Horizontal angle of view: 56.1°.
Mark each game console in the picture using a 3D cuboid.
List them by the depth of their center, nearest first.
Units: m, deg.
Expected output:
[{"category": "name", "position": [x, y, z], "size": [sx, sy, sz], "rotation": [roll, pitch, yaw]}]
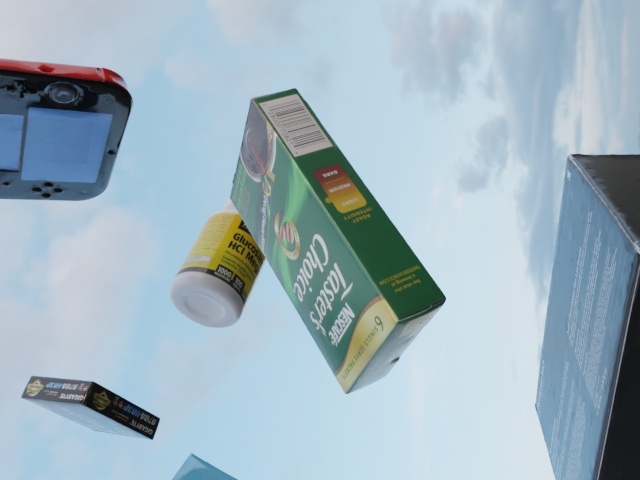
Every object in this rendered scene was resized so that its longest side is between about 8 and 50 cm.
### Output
[{"category": "game console", "position": [-0.556, -0.191, 1.135], "size": [0.341, 0.386, 0.060], "rotation": [-5, -117, -33]}]

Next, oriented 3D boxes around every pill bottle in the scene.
[{"category": "pill bottle", "position": [-0.235, 0.041, 1.535], "size": [0.334, 0.187, 0.188], "rotation": [-70, -33, -41]}]

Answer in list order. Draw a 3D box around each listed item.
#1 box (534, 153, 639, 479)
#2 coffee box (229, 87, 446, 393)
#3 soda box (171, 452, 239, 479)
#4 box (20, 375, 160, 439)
[{"category": "box", "position": [0.239, 0.086, 0.454], "size": [0.184, 0.103, 0.261], "rotation": [-76, -15, -64]}, {"category": "coffee box", "position": [0.000, 0.000, 0.408], "size": [0.040, 0.184, 0.113], "rotation": [-19, -26, -28]}, {"category": "soda box", "position": [-0.092, 0.212, 0.271], "size": [0.210, 0.071, 0.067], "rotation": [-52, -21, -42]}, {"category": "box", "position": [-0.463, 0.343, 1.228], "size": [0.220, 0.175, 0.051], "rotation": [55, -138, -48]}]
